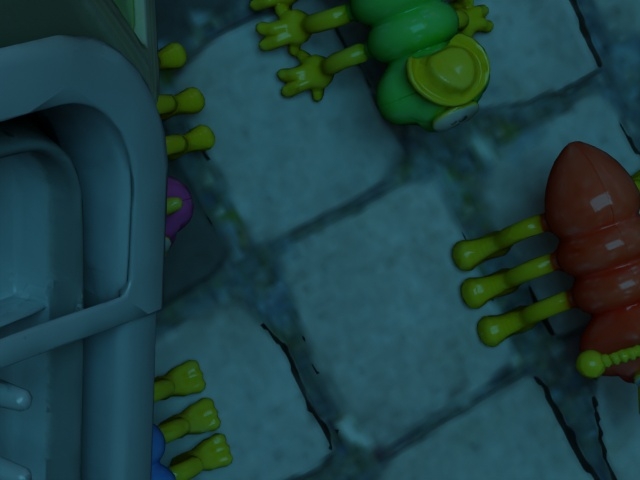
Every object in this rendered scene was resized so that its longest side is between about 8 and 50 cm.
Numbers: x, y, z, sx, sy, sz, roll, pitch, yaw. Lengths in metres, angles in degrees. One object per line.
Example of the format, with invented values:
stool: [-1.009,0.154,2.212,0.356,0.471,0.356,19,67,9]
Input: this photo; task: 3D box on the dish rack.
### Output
dish rack: [-0.156,0.117,0.491,0.072,0.285,0.333,14,111,30]

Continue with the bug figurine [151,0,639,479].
bug figurine: [0.000,0.000,0.644,0.279,0.072,0.216,-23,90,-13]

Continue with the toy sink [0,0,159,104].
toy sink: [-0.131,-0.139,0.517,0.131,0.234,0.153,-8,70,9]
